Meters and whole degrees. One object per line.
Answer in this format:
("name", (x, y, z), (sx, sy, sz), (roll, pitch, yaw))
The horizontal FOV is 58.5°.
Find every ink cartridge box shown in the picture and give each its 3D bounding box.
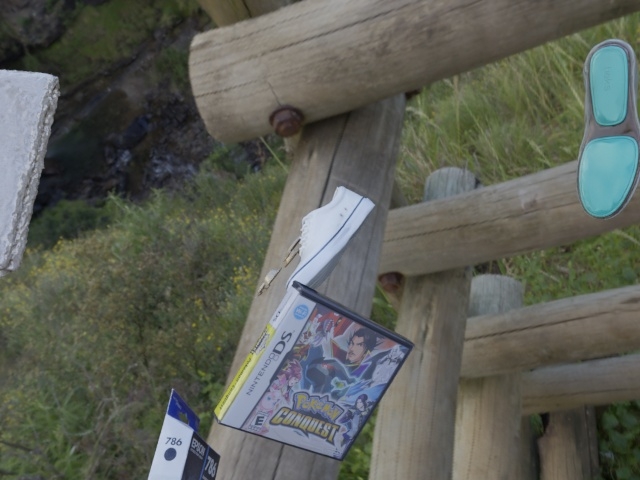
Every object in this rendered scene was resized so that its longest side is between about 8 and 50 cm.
("ink cartridge box", (-0.239, 0.437, 0.959), (0.065, 0.165, 0.332), (0, 55, 10))

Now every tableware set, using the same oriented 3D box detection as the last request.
("tableware set", (-0.081, 0.055, 1.207), (0.020, 0.141, 0.168), (39, 75, 2))

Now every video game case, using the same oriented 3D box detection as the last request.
("video game case", (-0.001, 0.228, 0.949), (0.248, 0.275, 0.035), (-59, 33, 1))

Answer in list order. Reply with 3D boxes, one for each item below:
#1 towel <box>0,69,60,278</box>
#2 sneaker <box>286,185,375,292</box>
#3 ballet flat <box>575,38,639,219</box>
("towel", (-0.435, -0.090, 0.694), (0.187, 0.049, 0.282), (4, 68, -3))
("sneaker", (0.000, 0.000, 1.026), (0.091, 0.094, 0.258), (32, 51, 9))
("ballet flat", (0.356, -0.133, 0.695), (0.072, 0.068, 0.213), (4, 102, 34))
